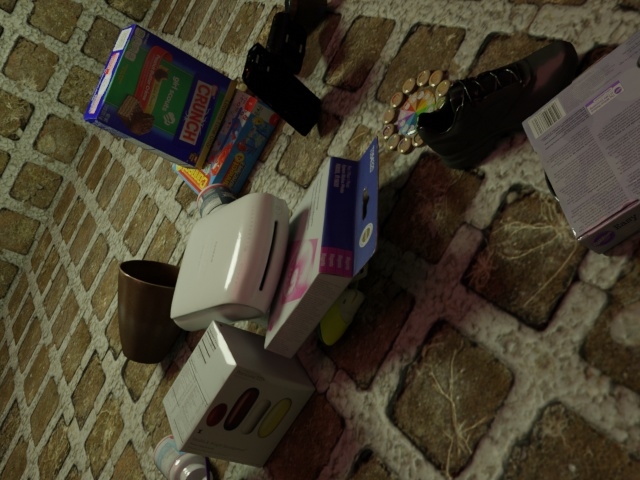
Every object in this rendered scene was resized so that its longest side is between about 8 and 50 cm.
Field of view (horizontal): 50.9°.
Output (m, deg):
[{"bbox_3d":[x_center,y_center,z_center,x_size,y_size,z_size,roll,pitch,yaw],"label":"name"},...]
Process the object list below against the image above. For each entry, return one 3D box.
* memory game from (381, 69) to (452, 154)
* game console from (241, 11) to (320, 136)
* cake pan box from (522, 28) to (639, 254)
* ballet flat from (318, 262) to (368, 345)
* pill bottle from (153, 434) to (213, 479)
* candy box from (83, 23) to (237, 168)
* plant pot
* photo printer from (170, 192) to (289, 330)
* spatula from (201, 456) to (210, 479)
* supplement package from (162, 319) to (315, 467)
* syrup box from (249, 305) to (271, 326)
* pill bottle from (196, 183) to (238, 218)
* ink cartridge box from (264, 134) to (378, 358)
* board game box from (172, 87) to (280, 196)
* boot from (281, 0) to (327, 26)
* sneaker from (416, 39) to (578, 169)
[{"bbox_3d":[0.188,-0.258,1.338,0.186,0.012,0.186,-31,47,40],"label":"memory game"},{"bbox_3d":[-0.079,-0.429,1.641,0.044,0.213,0.362,-29,37,33],"label":"game console"},{"bbox_3d":[0.421,-0.145,0.911,0.267,0.070,0.246,-41,39,31],"label":"cake pan box"},{"bbox_3d":[0.050,0.083,1.262,0.077,0.077,0.231,-6,62,33],"label":"ballet flat"},{"bbox_3d":[-0.294,0.487,1.448,0.160,0.087,0.087,15,82,55],"label":"pill bottle"},{"bbox_3d":[-0.420,-0.372,1.792,0.122,0.317,0.268,16,83,54],"label":"candy box"},{"bbox_3d":[-0.436,0.193,1.741,0.215,0.215,0.231,30,108,56],"label":"plant pot"},{"bbox_3d":[-0.180,0.046,1.372,0.307,0.107,0.256,-18,54,51],"label":"photo printer"},{"bbox_3d":[-0.248,0.515,1.348,0.084,0.030,0.297,-115,38,-67],"label":"spatula"},{"bbox_3d":[-0.158,0.297,1.290,0.203,0.194,0.149,-57,36,12],"label":"supplement package"},{"bbox_3d":[-0.146,0.076,1.502,0.096,0.093,0.237,-52,36,19],"label":"syrup box"},{"bbox_3d":[-0.244,-0.059,1.703,0.108,0.107,0.180,-54,37,16],"label":"pill bottle"},{"bbox_3d":[0.000,0.000,1.258,0.324,0.071,0.330,-85,21,-47],"label":"ink cartridge box"},{"bbox_3d":[-0.272,-0.275,1.892,0.302,0.086,0.308,-60,35,6],"label":"board game box"},{"bbox_3d":[-0.052,-0.596,1.825,0.219,0.106,0.082,139,130,-75],"label":"boot"},{"bbox_3d":[0.280,-0.227,1.094,0.286,0.130,0.109,-38,41,32],"label":"sneaker"}]
